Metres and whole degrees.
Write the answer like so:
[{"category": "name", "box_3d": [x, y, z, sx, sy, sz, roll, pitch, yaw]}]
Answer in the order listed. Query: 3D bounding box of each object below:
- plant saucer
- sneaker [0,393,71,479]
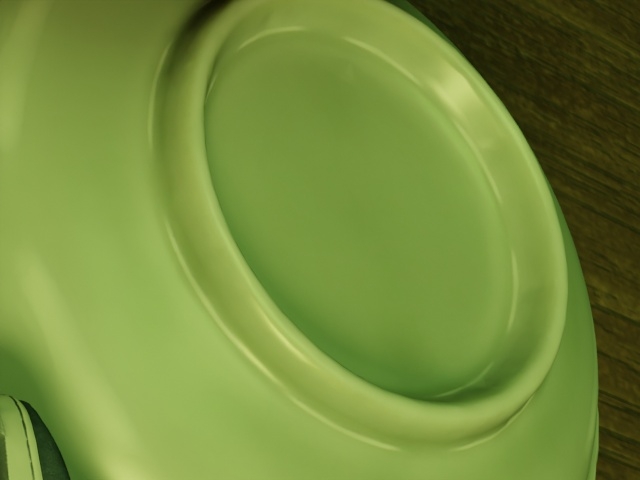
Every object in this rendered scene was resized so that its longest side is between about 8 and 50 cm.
[{"category": "plant saucer", "box_3d": [0.000, 0.000, 0.868, 0.400, 0.100, 0.401, 22, 52, -31]}, {"category": "sneaker", "box_3d": [-0.052, 0.162, 0.718, 0.163, 0.086, 0.226, -4, 76, -34]}]
